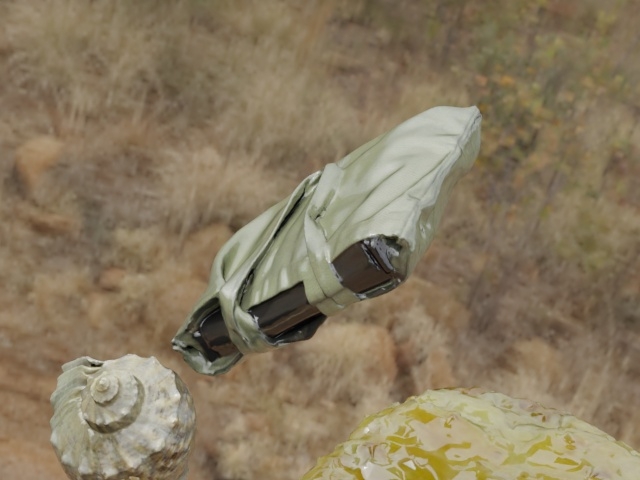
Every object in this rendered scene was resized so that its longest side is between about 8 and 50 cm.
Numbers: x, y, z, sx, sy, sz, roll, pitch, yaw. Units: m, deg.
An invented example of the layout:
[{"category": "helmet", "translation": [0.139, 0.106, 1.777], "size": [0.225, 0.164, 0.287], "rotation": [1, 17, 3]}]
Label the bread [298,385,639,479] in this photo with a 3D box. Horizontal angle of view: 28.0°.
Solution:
[{"category": "bread", "translation": [0.039, 0.129, 0.361], "size": [0.138, 0.102, 0.196], "rotation": [30, 55, 35]}]

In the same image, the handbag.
[{"category": "handbag", "translation": [0.001, 0.001, 1.233], "size": [0.109, 0.316, 0.253], "rotation": [52, 35, -14]}]

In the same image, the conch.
[{"category": "conch", "translation": [-0.175, 0.173, 1.163], "size": [0.130, 0.207, 0.155], "rotation": [-33, 56, -12]}]
